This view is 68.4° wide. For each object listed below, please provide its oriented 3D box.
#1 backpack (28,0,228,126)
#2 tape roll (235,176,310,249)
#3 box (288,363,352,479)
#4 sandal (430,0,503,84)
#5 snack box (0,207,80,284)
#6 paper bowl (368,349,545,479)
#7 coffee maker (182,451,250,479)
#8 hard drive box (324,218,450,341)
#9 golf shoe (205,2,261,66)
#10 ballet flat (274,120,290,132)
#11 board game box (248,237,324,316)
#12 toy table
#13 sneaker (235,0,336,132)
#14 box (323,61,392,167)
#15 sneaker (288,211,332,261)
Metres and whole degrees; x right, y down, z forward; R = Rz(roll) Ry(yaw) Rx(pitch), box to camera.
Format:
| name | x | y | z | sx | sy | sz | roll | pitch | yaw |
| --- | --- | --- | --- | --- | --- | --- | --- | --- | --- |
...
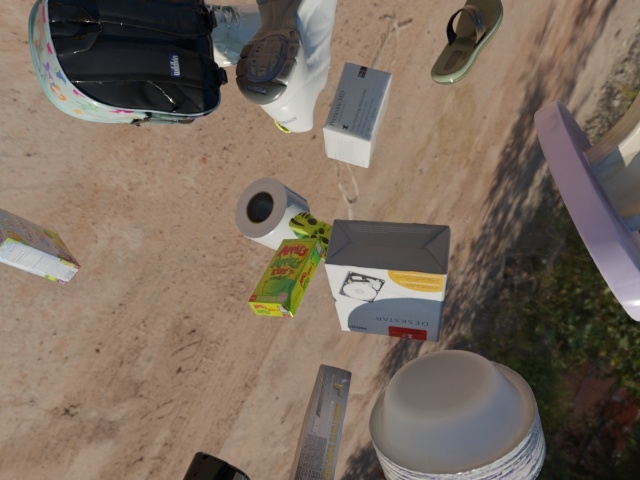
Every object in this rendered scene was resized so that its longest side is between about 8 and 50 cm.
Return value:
| name | x | y | z | sx | sy | sz | roll | pitch | yaw |
| --- | --- | --- | --- | --- | --- | --- | --- | --- | --- |
| backpack | -0.306 | -0.291 | 0.732 | 0.253 | 0.190 | 0.226 | -15 | 100 | -48 |
| tape roll | -0.183 | -0.100 | 1.812 | 0.169 | 0.246 | 0.246 | 28 | 92 | -54 |
| box | -0.012 | 0.342 | 0.735 | 0.231 | 0.056 | 0.183 | -73 | 178 | -49 |
| sandal | 0.364 | -0.523 | 1.174 | 0.086 | 0.120 | 0.303 | 45 | 66 | -43 |
| snack box | -0.743 | 0.011 | 1.197 | 0.070 | 0.174 | 0.207 | -51 | 148 | -2 |
| paper bowl | 0.222 | 0.300 | 0.810 | 0.284 | 0.284 | 0.148 | -33 | 112 | -36 |
| coffee maker | -0.230 | 0.474 | 0.827 | 0.120 | 0.171 | 0.178 | -48 | -170 | 40 |
| hard drive box | 0.116 | 0.072 | 0.783 | 0.232 | 0.180 | 0.089 | 74 | 25 | -53 |
| golf shoe | -0.227 | -0.411 | 0.917 | 0.305 | 0.115 | 0.140 | -22 | 164 | -9 |
| ballet flat | -0.067 | -0.265 | 0.890 | 0.231 | 0.077 | 0.078 | 101 | -13 | -84 |
| board game box | -0.068 | 0.073 | 0.985 | 0.043 | 0.092 | 0.181 | 62 | 39 | -37 |
| toy table | 0.336 | -0.072 | 0.460 | 0.252 | 0.275 | 0.160 | 26 | 136 | -38 |
| sneaker | -0.032 | -0.291 | 0.677 | 0.129 | 0.110 | 0.298 | 47 | 54 | -58 |
| box | 0.090 | -0.303 | 1.163 | 0.182 | 0.118 | 0.181 | 69 | 38 | -79 |
| sneaker | 0.000 | 0.000 | 1.598 | 0.109 | 0.295 | 0.124 | -37 | 129 | -8 |
